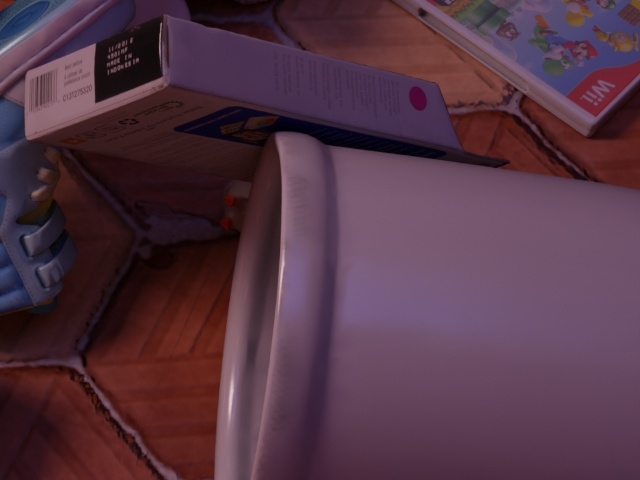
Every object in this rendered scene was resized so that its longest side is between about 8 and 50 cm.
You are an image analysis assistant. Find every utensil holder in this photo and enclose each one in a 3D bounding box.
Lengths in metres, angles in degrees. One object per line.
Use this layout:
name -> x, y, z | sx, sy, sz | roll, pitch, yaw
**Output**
utensil holder -> 0.130, 0.104, 1.476 | 0.385, 0.328, 0.328 | 8, 54, -8

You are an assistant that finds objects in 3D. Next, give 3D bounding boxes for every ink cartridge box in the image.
ink cartridge box -> -0.036, -0.095, 1.546 | 0.371, 0.175, 0.069 | 12, 71, -42

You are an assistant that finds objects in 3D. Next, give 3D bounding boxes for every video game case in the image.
video game case -> 0.210, -0.242, 1.920 | 0.285, 0.025, 0.204 | 37, 56, 16

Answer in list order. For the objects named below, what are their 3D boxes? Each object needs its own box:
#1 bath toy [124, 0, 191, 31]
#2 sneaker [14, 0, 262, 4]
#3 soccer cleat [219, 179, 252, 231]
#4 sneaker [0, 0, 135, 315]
bath toy -> -0.142, -0.322, 1.694 | 0.151, 0.129, 0.348 | 14, 61, 5
sneaker -> -0.148, -0.322, 1.840 | 0.365, 0.137, 0.210 | -22, 64, -20
soccer cleat -> 0.000, 0.000, 1.683 | 0.196, 0.068, 0.076 | 37, 47, 17
sneaker -> -0.236, -0.065, 1.589 | 0.319, 0.208, 0.127 | -40, 23, 1
